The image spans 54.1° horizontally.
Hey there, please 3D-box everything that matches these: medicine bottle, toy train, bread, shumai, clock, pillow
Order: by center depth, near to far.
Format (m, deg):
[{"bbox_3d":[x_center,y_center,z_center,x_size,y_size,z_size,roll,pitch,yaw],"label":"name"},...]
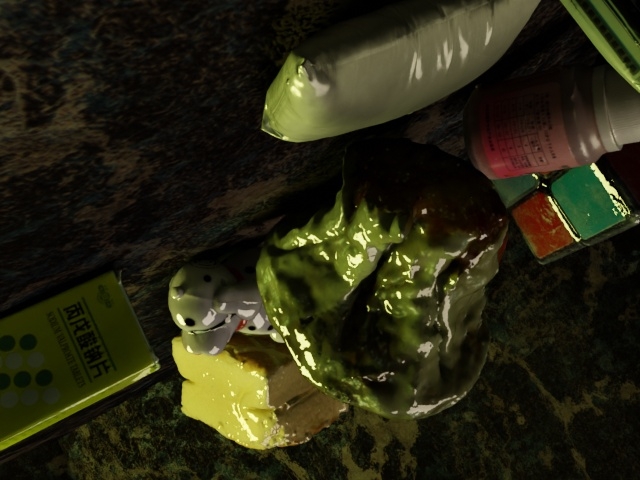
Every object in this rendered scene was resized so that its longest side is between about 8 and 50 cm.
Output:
[{"bbox_3d":[0.073,-0.155,0.516,0.253,0.078,0.144,-26,172,-19],"label":"pillow"},{"bbox_3d":[0.323,-0.177,0.628,0.055,0.252,0.048,-19,163,-44],"label":"toy train"},{"bbox_3d":[-0.342,0.154,0.796,0.250,0.137,0.141,-26,172,-17],"label":"medicine bottle"},{"bbox_3d":[0.334,-0.170,0.875,0.247,0.147,0.147,-6,-173,36],"label":"medicine bottle"},{"bbox_3d":[0.108,0.026,0.895,0.324,0.397,0.323,-28,155,-35],"label":"shumai"},{"bbox_3d":[-0.154,0.097,1.058,0.188,0.189,0.254,-34,165,29],"label":"clock"},{"bbox_3d":[-0.154,0.358,1.744,0.389,0.280,0.371,13,-160,36],"label":"bread"}]

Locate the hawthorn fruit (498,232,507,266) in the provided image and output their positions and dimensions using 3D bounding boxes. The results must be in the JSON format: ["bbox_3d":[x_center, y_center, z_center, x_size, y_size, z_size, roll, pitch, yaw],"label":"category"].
[{"bbox_3d":[0.324,-0.015,1.605,0.315,0.316,0.316,-28,172,-4],"label":"hawthorn fruit"}]

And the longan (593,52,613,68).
[{"bbox_3d":[0.539,-0.268,1.002,0.196,0.196,0.220,47,61,-82],"label":"longan"}]

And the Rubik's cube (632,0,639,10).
[{"bbox_3d":[0.483,-0.246,0.841,0.284,0.234,0.250,-29,173,-7],"label":"Rubik's cube"}]

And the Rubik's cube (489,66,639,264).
[{"bbox_3d":[0.586,-0.176,1.353,0.316,0.319,0.313,-27,170,-23],"label":"Rubik's cube"}]

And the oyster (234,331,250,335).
[{"bbox_3d":[-0.197,0.191,1.613,0.221,0.096,0.361,-10,-179,6],"label":"oyster"}]
